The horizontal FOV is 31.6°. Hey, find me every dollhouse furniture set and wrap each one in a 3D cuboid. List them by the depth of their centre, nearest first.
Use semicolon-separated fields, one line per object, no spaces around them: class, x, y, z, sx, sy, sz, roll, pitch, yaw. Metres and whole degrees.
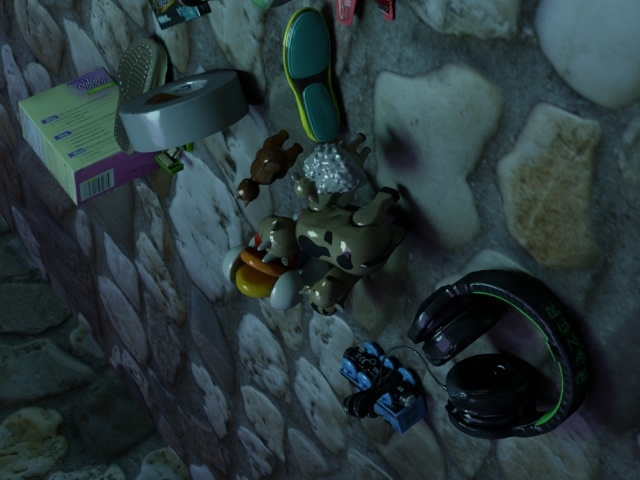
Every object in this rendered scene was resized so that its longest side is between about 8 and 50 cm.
dollhouse furniture set;-0.307;-0.209;2.302;0.058;0.076;0.151;44;151;31

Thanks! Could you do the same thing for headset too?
headset;0.201;0.186;1.642;0.394;0.185;0.243;-20;98;53

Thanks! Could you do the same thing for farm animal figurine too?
farm animal figurine;0.000;0.000;1.784;0.327;0.172;0.330;2;133;51

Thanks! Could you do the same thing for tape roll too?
tape roll;-0.239;-0.230;1.989;0.219;0.219;0.072;16;128;56

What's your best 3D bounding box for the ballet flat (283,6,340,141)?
ballet flat;-0.021;-0.258;1.735;0.077;0.077;0.231;-124;18;-52

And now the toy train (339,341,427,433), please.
toy train;0.107;0.258;2.016;0.184;0.080;0.105;33;149;44

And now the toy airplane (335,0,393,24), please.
toy airplane;0.054;-0.350;1.546;0.151;0.028;0.151;44;151;32

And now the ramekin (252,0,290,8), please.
ramekin;0.000;-0.399;1.298;0.148;0.303;0.303;55;155;-5

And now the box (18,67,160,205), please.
box;-0.506;-0.231;2.485;0.243;0.214;0.117;48;151;25

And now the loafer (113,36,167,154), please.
loafer;-0.353;-0.296;2.289;0.102;0.092;0.268;46;135;26

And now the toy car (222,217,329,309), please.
toy car;-0.075;0.026;2.016;0.159;0.182;0.136;27;125;24

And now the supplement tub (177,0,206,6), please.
supplement tub;-0.246;-0.485;1.877;0.198;0.106;0.106;50;153;23

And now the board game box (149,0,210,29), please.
board game box;-0.268;-0.452;2.040;0.186;0.026;0.126;4;120;60
